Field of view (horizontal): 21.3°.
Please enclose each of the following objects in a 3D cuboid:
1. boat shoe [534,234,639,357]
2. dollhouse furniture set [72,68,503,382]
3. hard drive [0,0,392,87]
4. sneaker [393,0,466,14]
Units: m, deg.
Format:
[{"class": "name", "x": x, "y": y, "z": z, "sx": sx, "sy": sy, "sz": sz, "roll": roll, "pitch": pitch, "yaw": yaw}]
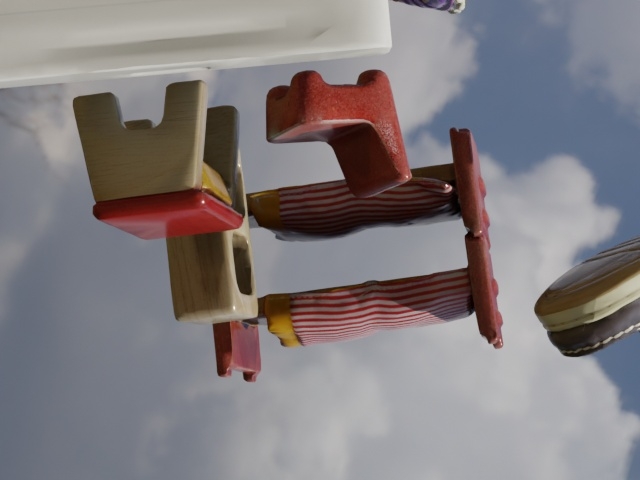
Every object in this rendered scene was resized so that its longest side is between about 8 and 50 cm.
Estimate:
[{"class": "boat shoe", "x": 0.248, "y": 0.026, "z": 1.038, "sx": 0.103, "sy": 0.285, "sz": 0.092, "roll": -16, "pitch": -86, "yaw": 50}, {"class": "dollhouse furniture set", "x": 0.000, "y": 0.000, "z": 1.095, "sx": 0.201, "sy": 0.374, "sz": 0.152, "roll": -8, "pitch": -97, "yaw": 9}, {"class": "hard drive", "x": -0.095, "y": -0.264, "z": 0.889, "sx": 0.047, "sy": 0.233, "sz": 0.353, "roll": 166, "pitch": -81, "yaw": -88}, {"class": "sneaker", "x": 0.045, "y": -0.180, "z": 1.138, "sx": 0.170, "sy": 0.071, "sz": 0.068, "roll": -161, "pitch": -121, "yaw": -67}]
